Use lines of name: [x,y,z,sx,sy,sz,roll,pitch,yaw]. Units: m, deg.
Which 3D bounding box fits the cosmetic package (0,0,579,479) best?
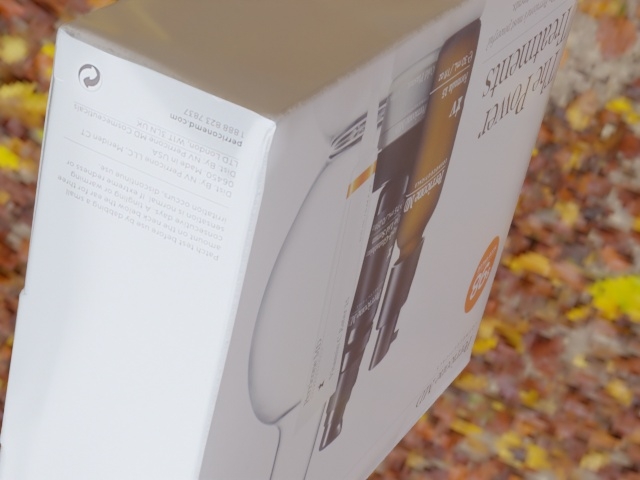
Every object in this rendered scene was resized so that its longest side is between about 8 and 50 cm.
cosmetic package: [0.000,0.000,0.755,0.097,0.377,0.284,25,120,16]
